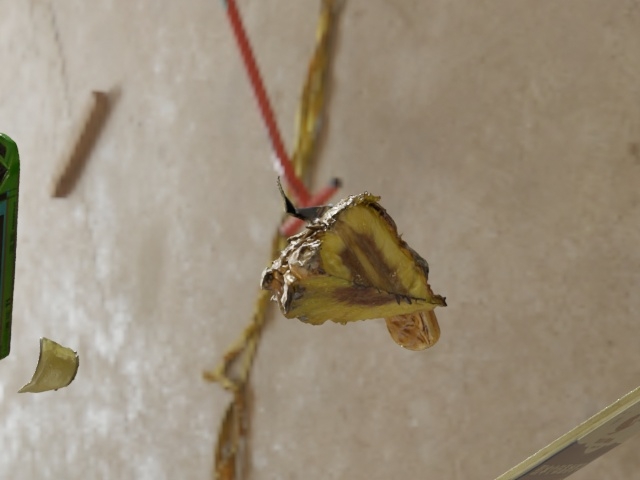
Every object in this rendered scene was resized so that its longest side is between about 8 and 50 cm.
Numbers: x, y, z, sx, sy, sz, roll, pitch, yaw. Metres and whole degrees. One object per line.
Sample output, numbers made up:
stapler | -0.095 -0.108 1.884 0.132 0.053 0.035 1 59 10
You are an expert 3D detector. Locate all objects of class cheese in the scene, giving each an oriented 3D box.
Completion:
cheese | -0.365 0.179 1.888 0.041 0.060 0.084 29 88 48

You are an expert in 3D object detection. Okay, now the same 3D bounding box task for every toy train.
toy train | -0.287 0.010 1.187 0.044 0.042 0.209 24 121 25

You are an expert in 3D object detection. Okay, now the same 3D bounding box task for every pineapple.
pineapple | 0.009 0.023 1.807 0.161 0.334 0.158 -18 78 33

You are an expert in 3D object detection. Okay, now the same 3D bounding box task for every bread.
bread | 0.132 0.111 2.071 0.083 0.044 0.111 -5 113 37

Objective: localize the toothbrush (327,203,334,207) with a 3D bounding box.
toothbrush | 0.000 0.000 2.067 0.193 0.013 0.019 -71 -24 -56

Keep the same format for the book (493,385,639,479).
book | 0.395 0.246 1.867 0.322 0.228 0.018 -38 66 20
